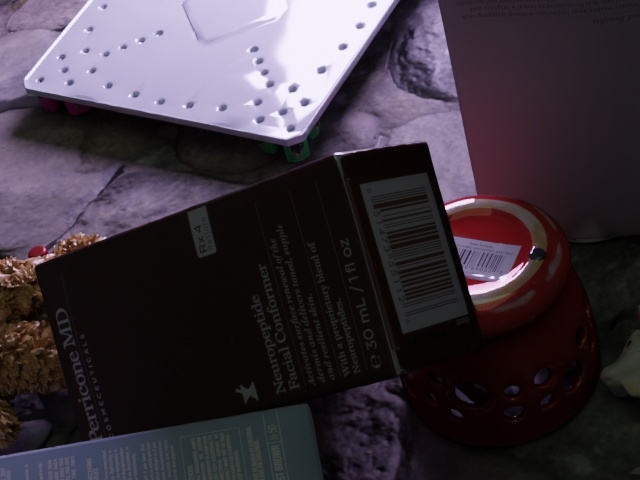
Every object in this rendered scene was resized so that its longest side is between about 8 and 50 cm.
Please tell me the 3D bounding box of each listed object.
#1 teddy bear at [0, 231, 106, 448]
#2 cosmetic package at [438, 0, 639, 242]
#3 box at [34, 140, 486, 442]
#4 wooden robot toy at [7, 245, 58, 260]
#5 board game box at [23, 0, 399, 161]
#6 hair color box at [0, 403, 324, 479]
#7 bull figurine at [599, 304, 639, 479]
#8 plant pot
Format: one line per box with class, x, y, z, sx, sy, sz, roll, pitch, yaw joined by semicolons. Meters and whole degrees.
teddy bear;-0.352;0.098;1.699;0.337;0.113;0.245;1;78;11
cosmetic package;0.238;-0.179;1.622;0.217;0.385;0.156;-2;47;13
box;-0.063;0.055;1.502;0.381;0.191;0.143;-20;-5;40
wooden robot toy;-0.257;0.028;1.804;0.173;0.076;0.079;9;39;25
board game box;-0.099;-0.266;2.052;0.389;0.050;0.390;13;52;27
hair color box;-0.179;0.258;1.423;0.374;0.185;0.114;-9;52;-3
bull figurine;0.369;0.160;1.451;0.310;0.101;0.188;10;54;29
plant pot;0.155;0.064;1.563;0.191;0.174;0.191;-8;43;8
